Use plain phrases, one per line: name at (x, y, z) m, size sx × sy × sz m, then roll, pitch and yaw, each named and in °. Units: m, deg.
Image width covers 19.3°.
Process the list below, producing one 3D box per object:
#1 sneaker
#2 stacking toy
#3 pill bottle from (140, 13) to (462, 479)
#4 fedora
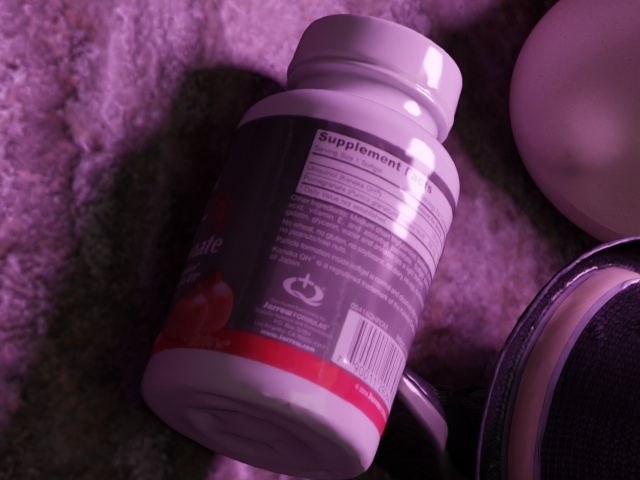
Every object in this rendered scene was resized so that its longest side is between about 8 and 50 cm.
sneaker at (0.108, 0.141, 1.532) m, size 0.227 × 0.087 × 0.130 m, roll 45°, pitch 56°, yaw -34°
stacking toy at (0.372, -0.241, 1.719) m, size 0.350 × 0.350 × 0.480 m, roll 46°, pitch 40°, yaw -30°
pill bottle at (0.000, 0.000, 1.381) m, size 0.176 × 0.176 × 0.318 m, roll 36°, pitch 63°, yaw -35°
fedora at (0.272, 0.169, 1.510) m, size 0.334 × 0.152 × 0.334 m, roll -11°, pitch 107°, yaw -38°
